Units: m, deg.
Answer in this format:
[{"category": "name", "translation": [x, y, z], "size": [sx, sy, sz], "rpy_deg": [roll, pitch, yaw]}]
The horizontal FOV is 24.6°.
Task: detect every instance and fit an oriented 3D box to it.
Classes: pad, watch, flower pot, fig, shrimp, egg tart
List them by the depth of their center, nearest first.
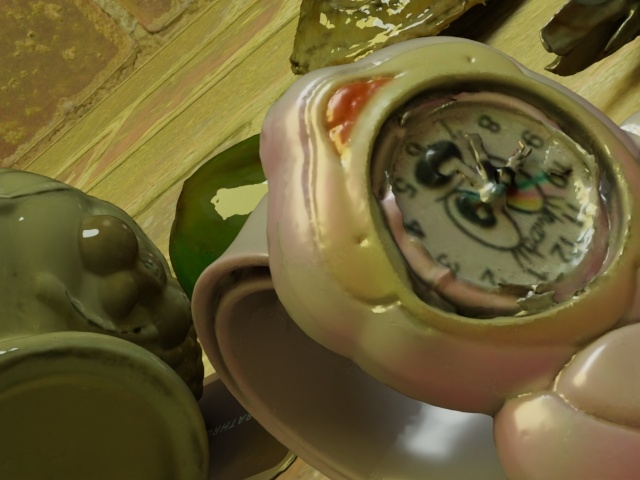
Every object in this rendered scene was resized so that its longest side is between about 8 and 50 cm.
[{"category": "watch", "translation": [0.075, 0.035, 0.673], "size": [0.211, 0.248, 0.217], "rpy_deg": [-56, -6, -31]}, {"category": "fig", "translation": [0.000, 0.000, 0.934], "size": [0.181, 0.191, 0.181], "rpy_deg": [-171, 90, -77]}, {"category": "shrimp", "translation": [0.275, -0.206, 0.938], "size": [0.317, 0.077, 0.168], "rpy_deg": [-41, 19, 1]}, {"category": "flower pot", "translation": [-0.208, 0.117, 0.974], "size": [0.307, 0.307, 0.244], "rpy_deg": [-46, 34, -4]}, {"category": "pad", "translation": [-0.075, 0.138, 1.062], "size": [0.266, 0.002, 0.176], "rpy_deg": [-29, 23, 43]}, {"category": "egg tart", "translation": [0.072, -0.230, 1.360], "size": [0.252, 0.098, 0.232], "rpy_deg": [-24, 17, 12]}]

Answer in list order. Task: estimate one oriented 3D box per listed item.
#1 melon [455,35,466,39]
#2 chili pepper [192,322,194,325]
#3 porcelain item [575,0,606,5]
[{"category": "melon", "translation": [0.061, -0.156, 1.395], "size": [0.098, 0.054, 0.182], "rpy_deg": [-35, 12, -24]}, {"category": "chili pepper", "translation": [-0.100, 0.041, 1.291], "size": [0.049, 0.043, 0.208], "rpy_deg": [4, 50, 52]}, {"category": "porcelain item", "translation": [0.290, -0.273, 0.785], "size": [0.405, 0.178, 0.243], "rpy_deg": [-15, 44, 39]}]
